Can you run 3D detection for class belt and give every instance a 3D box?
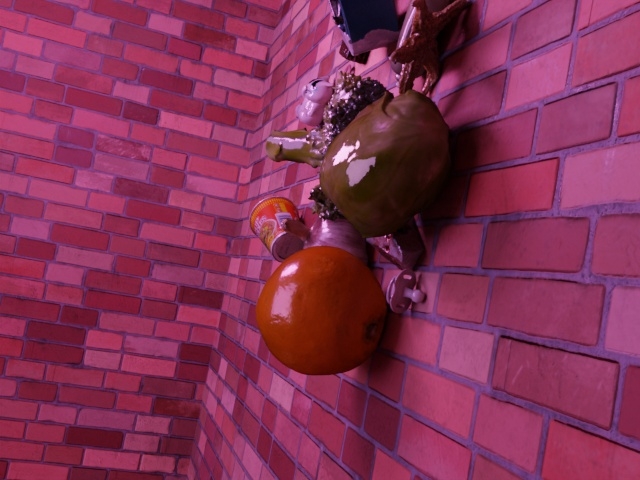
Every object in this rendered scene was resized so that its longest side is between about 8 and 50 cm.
[{"bbox_3d":[0.085,-0.736,1.832,0.300,0.173,0.436,-91,-14,-83],"label":"belt"}]

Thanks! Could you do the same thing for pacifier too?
[{"bbox_3d":[0.185,0.112,1.421,0.078,0.082,0.099,19,98,44],"label":"pacifier"}]

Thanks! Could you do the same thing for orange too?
[{"bbox_3d":[0.005,0.165,1.560,0.312,0.312,0.311,-168,90,-73],"label":"orange"}]

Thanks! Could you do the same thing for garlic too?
[{"bbox_3d":[0.000,0.000,1.770,0.245,0.253,0.244,-45,35,45],"label":"garlic"}]

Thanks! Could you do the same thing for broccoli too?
[{"bbox_3d":[0.040,-0.287,1.751,0.353,0.274,0.397,-34,33,-4],"label":"broccoli"}]

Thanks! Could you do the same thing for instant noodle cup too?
[{"bbox_3d":[-0.134,-0.026,2.344,0.212,0.193,0.193,58,134,53],"label":"instant noodle cup"}]

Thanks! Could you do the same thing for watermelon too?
[{"bbox_3d":[0.168,-0.001,1.535,0.241,0.095,0.154,-122,39,-62],"label":"watermelon"}]

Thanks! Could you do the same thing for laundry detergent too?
[{"bbox_3d":[0.232,-0.489,1.601,0.181,0.091,0.253,-79,7,-69],"label":"laundry detergent"}]

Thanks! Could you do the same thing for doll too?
[{"bbox_3d":[-0.021,-0.496,2.381,0.110,0.107,0.180,-116,40,-51],"label":"doll"}]

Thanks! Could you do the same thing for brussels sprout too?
[{"bbox_3d":[0.142,-0.154,1.405,0.328,0.247,0.328,-32,19,13],"label":"brussels sprout"}]

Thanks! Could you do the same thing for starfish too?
[{"bbox_3d":[0.212,-0.417,1.450,0.299,0.060,0.302,-61,-22,11],"label":"starfish"}]

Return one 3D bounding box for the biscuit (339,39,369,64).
[{"bbox_3d":[0.156,-0.740,2.051,0.107,0.073,0.388,-116,41,-61],"label":"biscuit"}]

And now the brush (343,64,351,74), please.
[{"bbox_3d":[0.069,-0.468,2.183,0.103,0.047,0.233,156,124,-69],"label":"brush"}]
